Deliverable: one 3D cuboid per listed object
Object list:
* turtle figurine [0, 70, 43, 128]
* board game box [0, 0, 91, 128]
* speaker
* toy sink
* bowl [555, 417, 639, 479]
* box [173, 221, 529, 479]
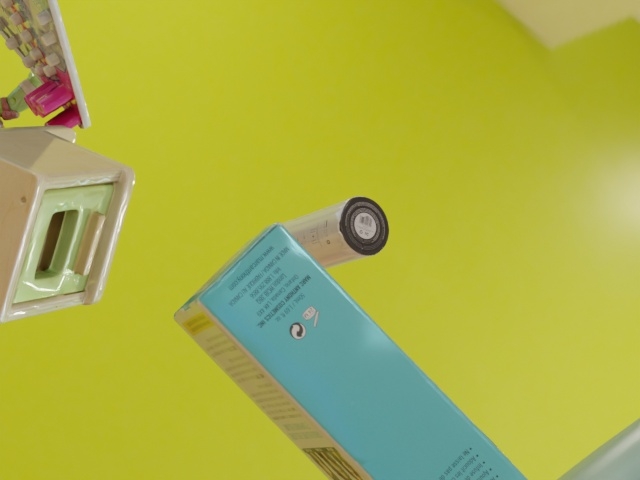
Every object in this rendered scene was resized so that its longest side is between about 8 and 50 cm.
[{"bbox_3d":[-0.393,-0.169,2.135,0.274,0.198,0.266,-93,160,-47],"label":"turtle figurine"},{"bbox_3d":[-0.412,-0.348,1.900,0.390,0.050,0.390,47,-19,27],"label":"board game box"},{"bbox_3d":[0.000,0.000,1.529,0.055,0.055,0.136,42,-32,-20],"label":"speaker"},{"bbox_3d":[-0.279,-0.020,1.677,0.131,0.153,0.234,23,13,20],"label":"toy sink"},{"bbox_3d":[0.393,0.275,1.675,0.311,0.163,0.311,34,-7,5],"label":"bowl"},{"bbox_3d":[0.033,0.102,0.875,0.244,0.060,0.100,46,-14,-4],"label":"box"}]
